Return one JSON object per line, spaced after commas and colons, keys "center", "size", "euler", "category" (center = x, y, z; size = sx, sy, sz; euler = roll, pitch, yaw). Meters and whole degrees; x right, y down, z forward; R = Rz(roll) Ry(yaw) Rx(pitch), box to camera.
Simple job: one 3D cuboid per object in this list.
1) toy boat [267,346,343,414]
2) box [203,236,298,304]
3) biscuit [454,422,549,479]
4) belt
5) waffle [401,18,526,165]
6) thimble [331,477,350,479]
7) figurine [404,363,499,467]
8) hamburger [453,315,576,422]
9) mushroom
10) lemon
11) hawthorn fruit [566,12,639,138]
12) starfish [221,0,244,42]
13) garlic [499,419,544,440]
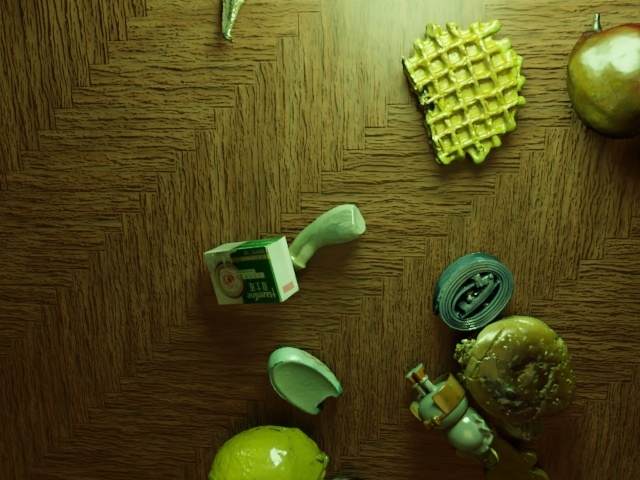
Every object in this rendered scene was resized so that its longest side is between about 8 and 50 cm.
{"center": [-0.044, 0.345, 1.141], "size": [0.208, 0.078, 0.134], "euler": [40, 110, -14], "category": "toy boat"}
{"center": [-0.162, 0.072, 1.050], "size": [0.199, 0.081, 0.135], "euler": [-7, 102, 35], "category": "box"}
{"center": [0.459, 0.545, 1.123], "size": [0.240, 0.035, 0.158], "euler": [36, 126, -3], "category": "biscuit"}
{"center": [0.346, 0.118, 1.041], "size": [0.141, 0.082, 0.190], "euler": [40, 104, -2], "category": "belt"}
{"center": [0.296, -0.319, 0.970], "size": [0.284, 0.065, 0.309], "euler": [21, 99, -1], "category": "waffle"}
{"center": [0.044, 0.739, 1.134], "size": [0.236, 0.205, 0.172], "euler": [-35, 97, 10], "category": "thimble"}
{"center": [0.306, 0.413, 1.057], "size": [0.143, 0.143, 0.271], "euler": [-34, 68, 11], "category": "figurine"}
{"center": [0.443, 0.288, 1.041], "size": [0.286, 0.146, 0.243], "euler": [33, 96, -1], "category": "hamburger"}
{"center": [-0.003, -0.003, 1.055], "size": [0.223, 0.081, 0.092], "euler": [-31, 77, 13], "category": "mushroom"}
{"center": [-0.126, 0.578, 1.094], "size": [0.311, 0.253, 0.253], "euler": [-17, 99, 8], "category": "lemon"}
{"center": [0.588, -0.330, 0.878], "size": [0.208, 0.208, 0.248], "euler": [-31, 78, 11], "category": "hawthorn fruit"}
{"center": [-0.152, -0.645, 0.918], "size": [0.384, 0.132, 0.398], "euler": [-41, 108, 19], "category": "starfish"}
{"center": [0.487, 0.442, 1.095], "size": [0.113, 0.094, 0.074], "euler": [12, 135, 3], "category": "garlic"}
